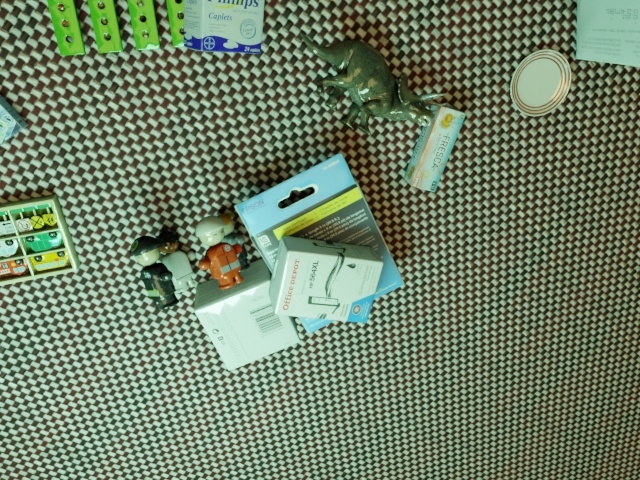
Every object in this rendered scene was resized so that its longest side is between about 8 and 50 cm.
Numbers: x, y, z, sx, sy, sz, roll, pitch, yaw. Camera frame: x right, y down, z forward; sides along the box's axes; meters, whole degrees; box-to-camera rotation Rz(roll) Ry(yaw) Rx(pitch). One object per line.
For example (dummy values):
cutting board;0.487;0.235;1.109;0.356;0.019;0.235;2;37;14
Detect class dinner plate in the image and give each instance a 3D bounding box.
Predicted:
dinner plate;0.478;-0.343;1.206;0.141;0.017;0.141;-4;115;-8

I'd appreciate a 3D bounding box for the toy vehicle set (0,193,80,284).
toy vehicle set;-0.659;0.008;1.145;0.267;0.035;0.165;-11;115;-5

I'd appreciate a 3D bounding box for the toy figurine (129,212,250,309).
toy figurine;-0.259;0.029;1.134;0.213;0.209;0.148;-19;99;5

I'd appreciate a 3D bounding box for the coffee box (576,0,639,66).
coffee box;0.711;-0.513;0.995;0.335;0.337;0.338;-12;115;-5

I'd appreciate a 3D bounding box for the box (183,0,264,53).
box;-0.174;-0.414;1.001;0.126;0.072;0.137;-12;118;-37

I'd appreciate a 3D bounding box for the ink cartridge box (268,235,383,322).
ink cartridge box;0.008;0.082;1.145;0.203;0.086;0.148;7;111;-17

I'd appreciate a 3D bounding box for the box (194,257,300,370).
box;-0.166;0.165;1.257;0.182;0.119;0.180;-23;116;1

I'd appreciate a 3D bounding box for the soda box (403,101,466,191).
soda box;0.246;-0.203;1.203;0.063;0.058;0.183;13;111;-16

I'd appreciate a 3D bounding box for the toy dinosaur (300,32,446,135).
toy dinosaur;0.085;-0.319;1.110;0.314;0.121;0.160;39;90;-18

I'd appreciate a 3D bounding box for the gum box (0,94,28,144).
gum box;-0.677;-0.243;1.028;0.157;0.041;0.184;-34;114;5

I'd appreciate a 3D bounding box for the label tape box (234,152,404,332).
label tape box;0.000;0.000;1.221;0.249;0.115;0.347;-27;113;2

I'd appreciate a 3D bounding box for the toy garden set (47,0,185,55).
toy garden set;-0.359;-0.449;0.993;0.245;0.049;0.203;-6;116;-7
